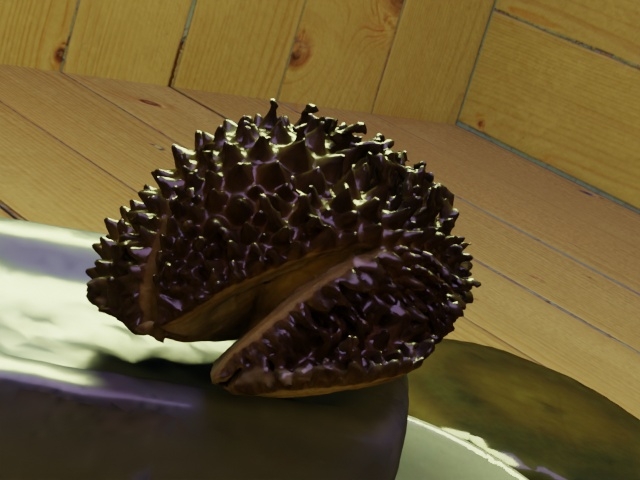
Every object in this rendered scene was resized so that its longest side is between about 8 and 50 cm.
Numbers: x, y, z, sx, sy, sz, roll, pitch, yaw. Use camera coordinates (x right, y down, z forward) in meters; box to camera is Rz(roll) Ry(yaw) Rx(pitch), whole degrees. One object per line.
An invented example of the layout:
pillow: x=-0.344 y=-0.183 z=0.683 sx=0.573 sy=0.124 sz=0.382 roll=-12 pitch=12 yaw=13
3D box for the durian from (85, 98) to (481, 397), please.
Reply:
durian: x=0.002 y=0.000 z=0.464 sx=0.110 sy=0.071 sz=0.140 roll=31 pitch=16 yaw=38

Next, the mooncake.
mooncake: x=0.149 y=0.204 z=1.298 sx=0.290 sy=0.161 sz=0.290 roll=18 pitch=14 yaw=-5

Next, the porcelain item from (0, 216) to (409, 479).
porcelain item: x=-0.109 y=0.203 z=0.523 sx=0.242 sy=0.405 sz=0.178 roll=11 pitch=15 yaw=-23

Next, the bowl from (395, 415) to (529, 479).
bowl: x=0.000 y=0.243 z=0.942 sx=0.345 sy=0.157 sz=0.345 roll=14 pitch=27 yaw=-7
